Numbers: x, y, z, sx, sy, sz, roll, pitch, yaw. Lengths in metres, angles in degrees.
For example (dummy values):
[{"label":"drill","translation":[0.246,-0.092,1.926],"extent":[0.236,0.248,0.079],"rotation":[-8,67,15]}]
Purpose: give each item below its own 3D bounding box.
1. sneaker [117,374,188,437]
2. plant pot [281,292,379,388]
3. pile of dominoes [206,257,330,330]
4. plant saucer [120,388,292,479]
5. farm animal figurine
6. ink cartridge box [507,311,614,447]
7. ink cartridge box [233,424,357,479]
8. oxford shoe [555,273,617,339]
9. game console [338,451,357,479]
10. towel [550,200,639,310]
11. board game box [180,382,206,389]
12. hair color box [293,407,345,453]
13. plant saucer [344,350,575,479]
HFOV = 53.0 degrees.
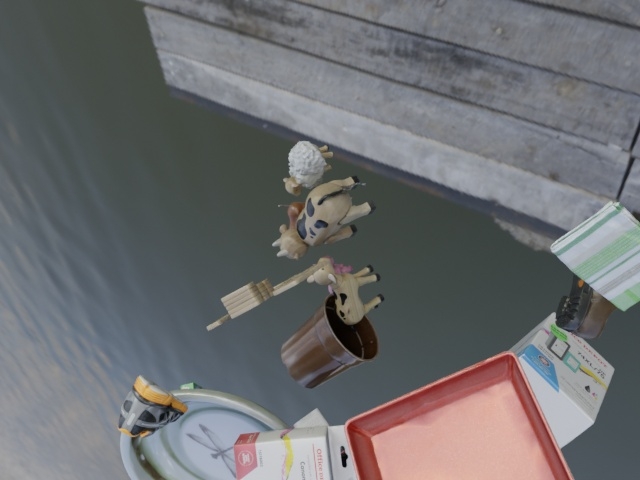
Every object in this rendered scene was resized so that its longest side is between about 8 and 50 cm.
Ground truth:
[{"label":"sneaker","translation":[-0.275,0.273,1.029],"extent":[0.084,0.083,0.215],"rotation":[27,162,9]},{"label":"plant pot","translation":[0.012,0.226,1.390],"extent":[0.165,0.167,0.167],"rotation":[-39,98,27]},{"label":"pile of dominoes","translation":[-0.091,0.078,1.150],"extent":[0.195,0.251,0.040],"rotation":[-29,90,16]},{"label":"plant saucer","translation":[-0.188,0.422,1.261],"extent":[0.399,0.101,0.401],"rotation":[6,121,10]},{"label":"farm animal figurine","translation":[0.000,0.000,1.371],"extent":[0.330,0.172,0.327],"rotation":[49,143,31]},{"label":"ink cartridge box","translation":[0.514,0.335,1.482],"extent":[0.198,0.270,0.197],"rotation":[45,123,13]},{"label":"ink cartridge box","translation":[-0.040,0.384,1.089],"extent":[0.067,0.198,0.116],"rotation":[4,-102,-87]},{"label":"oxford shoe","translation":[0.518,0.076,1.178],"extent":[0.096,0.227,0.083],"rotation":[27,175,-5]},{"label":"game console","translation":[0.151,0.572,1.086],"extent":[0.386,0.342,0.060],"rotation":[19,-178,24]},{"label":"towel","translation":[0.412,0.024,0.890],"extent":[0.152,0.023,0.113],"rotation":[38,126,-13]},{"label":"board game box","translation":[-0.323,0.573,1.930],"extent":[0.046,0.214,0.317],"rotation":[-17,150,11]},{"label":"hair color box","translation":[-0.002,0.442,1.437],"extent":[0.043,0.072,0.141],"rotation":[60,170,-23]},{"label":"plant saucer","translation":[0.179,0.306,0.805],"extent":[0.258,0.259,0.048],"rotation":[-28,141,15]}]
